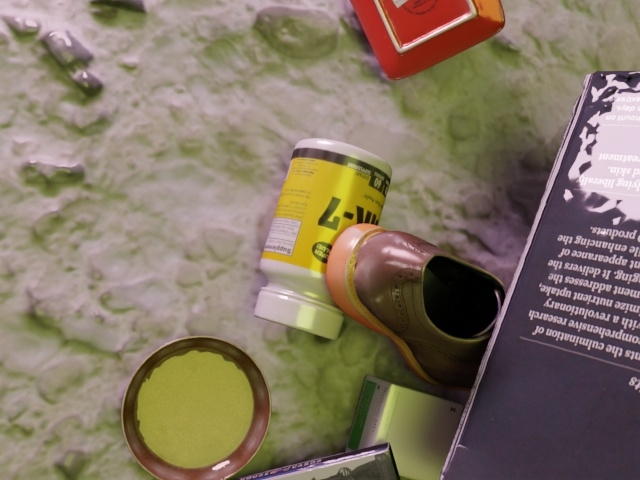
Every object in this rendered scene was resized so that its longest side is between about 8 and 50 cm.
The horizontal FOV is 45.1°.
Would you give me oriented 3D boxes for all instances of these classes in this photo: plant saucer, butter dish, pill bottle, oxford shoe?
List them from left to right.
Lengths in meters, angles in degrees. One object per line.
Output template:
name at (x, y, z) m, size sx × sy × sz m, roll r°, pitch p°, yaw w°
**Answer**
plant saucer at (-0.140, 0.191, 0.871) m, size 0.168 × 0.029 × 0.169 m, roll 1°, pitch 87°, yaw -19°
pill bottle at (0.000, 0.000, 0.877) m, size 0.119 × 0.119 × 0.209 m, roll 18°, pitch 83°, yaw -16°
butter dish at (0.131, -0.299, 0.941) m, size 0.160 × 0.118 × 0.160 m, roll -23°, pitch 99°, yaw 24°
oxford shoe at (0.163, 0.100, 0.870) m, size 0.363 × 0.132 × 0.130 m, roll 31°, pitch 74°, yaw -41°

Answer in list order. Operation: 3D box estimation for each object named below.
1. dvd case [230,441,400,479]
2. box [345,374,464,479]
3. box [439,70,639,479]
dvd case at (-0.014, 0.339, 0.855) m, size 0.238 × 0.029 × 0.179 m, roll -15°, pitch 92°, yaw 8°
box at (0.098, 0.224, 0.915) m, size 0.101 × 0.087 × 0.101 m, roll 19°, pitch 82°, yaw -16°
box at (0.441, 0.138, 0.840) m, size 0.479 × 0.297 × 0.472 m, roll 30°, pitch 80°, yaw -40°
